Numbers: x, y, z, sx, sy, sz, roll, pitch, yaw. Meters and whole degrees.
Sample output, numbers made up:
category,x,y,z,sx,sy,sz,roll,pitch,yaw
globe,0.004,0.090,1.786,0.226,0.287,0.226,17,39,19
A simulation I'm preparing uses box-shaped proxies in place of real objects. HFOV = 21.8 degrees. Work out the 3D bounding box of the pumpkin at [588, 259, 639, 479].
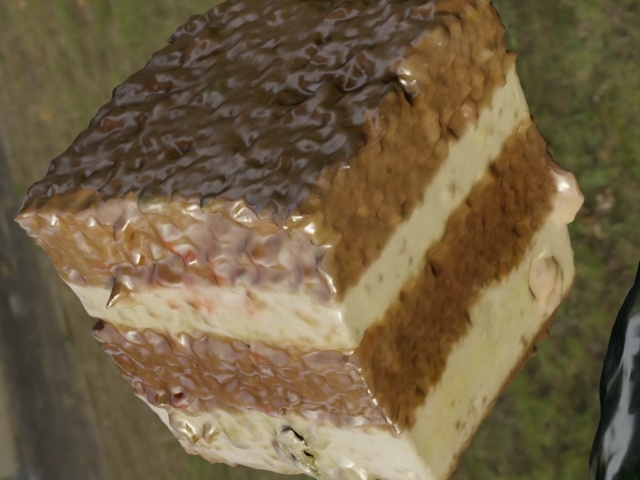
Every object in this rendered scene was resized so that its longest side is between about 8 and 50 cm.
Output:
category,x,y,z,sx,sy,sz,roll,pitch,yaw
pumpkin,0.210,0.080,0.456,0.207,0.300,0.300,-24,81,60

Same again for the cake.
category,x,y,z,sx,sy,sz,roll,pitch,yaw
cake,0.000,0.000,1.129,0.255,0.282,0.290,5,134,40
